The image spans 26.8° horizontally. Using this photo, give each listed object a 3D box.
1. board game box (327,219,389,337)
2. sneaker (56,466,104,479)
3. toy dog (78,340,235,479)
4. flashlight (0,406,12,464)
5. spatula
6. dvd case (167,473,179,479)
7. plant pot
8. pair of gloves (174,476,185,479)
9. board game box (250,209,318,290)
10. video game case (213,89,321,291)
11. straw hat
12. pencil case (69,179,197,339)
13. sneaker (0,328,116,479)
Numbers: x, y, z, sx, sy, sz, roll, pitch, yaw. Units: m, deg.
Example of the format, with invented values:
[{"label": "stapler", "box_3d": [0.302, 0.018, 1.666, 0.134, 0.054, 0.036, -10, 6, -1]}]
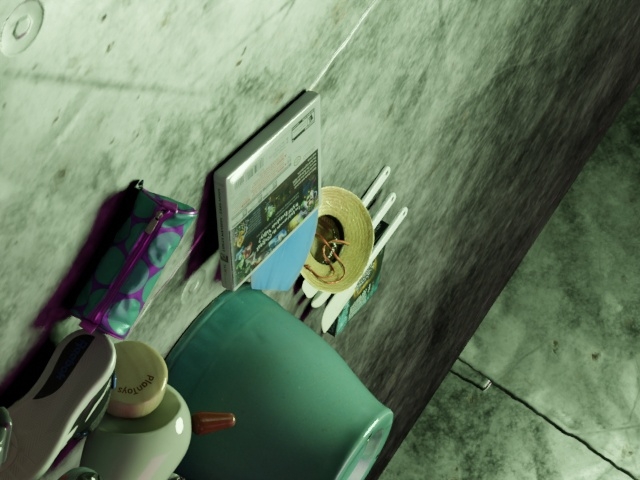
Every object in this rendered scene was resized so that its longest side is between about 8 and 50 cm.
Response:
[{"label": "board game box", "box_3d": [0.058, 0.062, 2.180, 0.126, 0.026, 0.186, -47, 160, -31]}, {"label": "sneaker", "box_3d": [-0.311, 0.297, 1.317, 0.262, 0.125, 0.104, -48, 147, 19]}, {"label": "toy dog", "box_3d": [-0.184, 0.280, 1.442, 0.220, 0.161, 0.333, 105, -8, -76]}, {"label": "flashlight", "box_3d": [-0.350, 0.267, 1.199, 0.103, 0.103, 0.304, -37, 153, -55]}, {"label": "spatula", "box_3d": [0.056, 0.011, 2.044, 0.242, 0.019, 0.168, -54, 148, -17]}, {"label": "dvd case", "box_3d": [-0.218, 0.376, 1.936, 0.253, 0.022, 0.180, -47, 160, -36]}, {"label": "plant pot", "box_3d": [-0.058, 0.234, 1.737, 0.271, 0.255, 0.271, -52, 163, -23]}, {"label": "pair of gloves", "box_3d": [-0.199, 0.323, 1.855, 0.074, 0.010, 0.083, -44, 130, -39]}, {"label": "board game box", "box_3d": [-0.056, -0.005, 1.701, 0.169, 0.033, 0.133, 7, 101, -68]}, {"label": "video game case", "box_3d": [-0.058, -0.059, 1.572, 0.190, 0.022, 0.173, -46, 148, -39]}, {"label": "straw hat", "box_3d": [0.000, 0.000, 1.826, 0.144, 0.144, 0.061, -51, -157, -24]}, {"label": "pencil case", "box_3d": [-0.184, 0.021, 1.318, 0.151, 0.064, 0.070, -60, 180, 3]}, {"label": "sneaker", "box_3d": [-0.276, 0.196, 1.336, 0.217, 0.079, 0.121, -49, 166, -22]}]
